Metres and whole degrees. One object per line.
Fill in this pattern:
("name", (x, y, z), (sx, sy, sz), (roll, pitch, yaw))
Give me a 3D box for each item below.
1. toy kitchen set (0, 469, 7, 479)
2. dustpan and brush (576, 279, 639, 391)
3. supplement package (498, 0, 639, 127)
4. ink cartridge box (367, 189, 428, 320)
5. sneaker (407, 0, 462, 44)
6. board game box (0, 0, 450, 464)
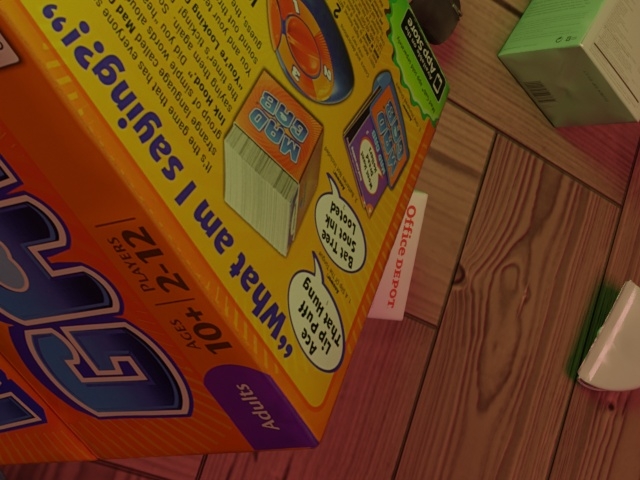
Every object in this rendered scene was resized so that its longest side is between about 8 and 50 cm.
("toy kitchen set", (-0.349, 0.252, 0.921), (0.207, 0.122, 0.166), (6, 88, -36))
("dustpan and brush", (0.420, 0.154, 1.538), (0.211, 0.060, 0.147), (32, 84, -26))
("supplement package", (0.351, -0.273, 1.412), (0.139, 0.134, 0.244), (45, 67, -29))
("ink cartridge box", (0.000, 0.000, 1.177), (0.190, 0.082, 0.140), (8, 96, -29))
("sneaker", (0.108, -0.330, 1.278), (0.118, 0.083, 0.222), (29, 67, -53))
("board game box", (-0.174, -0.098, 0.802), (0.356, 0.356, 0.356), (58, 38, -33))
